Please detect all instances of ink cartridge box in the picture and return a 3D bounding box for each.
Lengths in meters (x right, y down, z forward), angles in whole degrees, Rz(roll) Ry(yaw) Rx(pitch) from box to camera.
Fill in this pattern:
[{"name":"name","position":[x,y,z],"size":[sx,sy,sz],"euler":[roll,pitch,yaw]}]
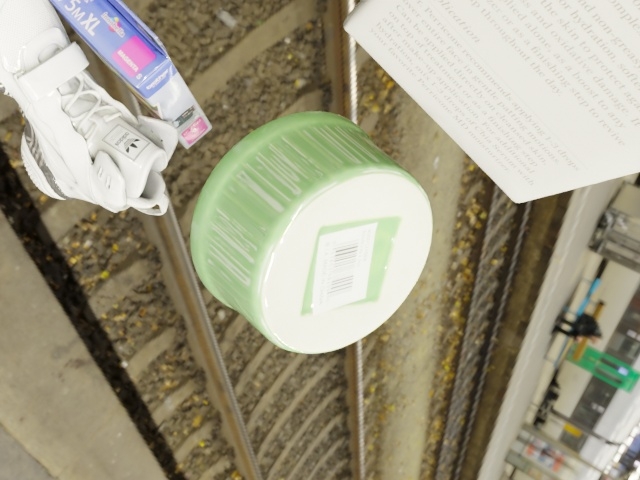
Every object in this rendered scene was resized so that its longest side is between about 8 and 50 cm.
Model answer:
[{"name":"ink cartridge box","position":[-0.250,-0.241,0.968],"size":[0.065,0.186,0.311],"euler":[-44,172,-7]}]

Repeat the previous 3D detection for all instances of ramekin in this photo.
[{"name":"ramekin","position":[0.000,0.000,0.958],"size":[0.304,0.148,0.303],"euler":[-20,129,-26]}]

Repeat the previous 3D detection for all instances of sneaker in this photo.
[{"name":"sneaker","position":[-0.305,-0.178,0.944],"size":[0.137,0.210,0.365],"euler":[-54,153,-36]}]

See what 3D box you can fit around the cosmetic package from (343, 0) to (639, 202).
[{"name":"cosmetic package","position":[0.220,-0.187,0.455],"size":[0.161,0.230,0.453],"euler":[-51,-168,-18]}]
